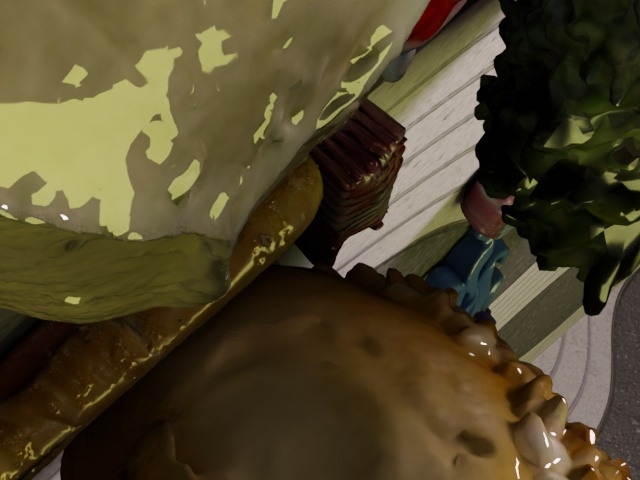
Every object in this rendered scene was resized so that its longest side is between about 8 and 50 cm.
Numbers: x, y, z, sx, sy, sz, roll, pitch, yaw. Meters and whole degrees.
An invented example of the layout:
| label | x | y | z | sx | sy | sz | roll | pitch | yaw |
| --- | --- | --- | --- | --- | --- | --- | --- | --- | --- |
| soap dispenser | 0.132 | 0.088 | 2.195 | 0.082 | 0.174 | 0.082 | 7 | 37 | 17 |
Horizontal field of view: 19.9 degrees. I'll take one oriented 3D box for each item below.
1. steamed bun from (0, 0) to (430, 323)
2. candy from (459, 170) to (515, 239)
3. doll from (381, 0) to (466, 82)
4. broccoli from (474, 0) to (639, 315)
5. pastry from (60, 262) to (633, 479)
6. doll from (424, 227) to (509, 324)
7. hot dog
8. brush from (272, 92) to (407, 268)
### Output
| label | x | y | z | sx | sy | sz | roll | pitch | yaw |
| --- | --- | --- | --- | --- | --- | --- | --- | --- | --- |
| steamed bun | -0.046 | -0.042 | 0.498 | 0.231 | 0.110 | 0.212 | -37 | 168 | -24 |
| candy | 0.150 | -0.047 | 1.374 | 0.103 | 0.043 | 0.103 | -45 | 171 | -9 |
| doll | 0.030 | -0.116 | 0.631 | 0.104 | 0.062 | 0.195 | -58 | 170 | -32 |
| broccoli | 0.239 | -0.096 | 0.868 | 0.348 | 0.281 | 0.293 | -44 | 171 | -18 |
| pastry | 0.029 | 0.202 | 0.886 | 0.245 | 0.410 | 0.409 | -17 | 160 | -18 |
| doll | 0.118 | 0.055 | 1.598 | 0.110 | 0.067 | 0.206 | -20 | 146 | -33 |
| hot dog | -0.084 | 0.032 | 0.795 | 0.215 | 0.047 | 0.066 | -42 | -154 | -8 |
| brush | 0.000 | 0.000 | 0.992 | 0.060 | 0.050 | 0.321 | -45 | 171 | -18 |
